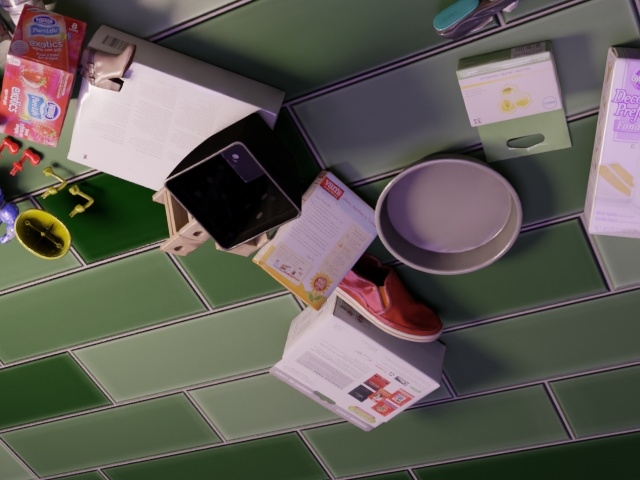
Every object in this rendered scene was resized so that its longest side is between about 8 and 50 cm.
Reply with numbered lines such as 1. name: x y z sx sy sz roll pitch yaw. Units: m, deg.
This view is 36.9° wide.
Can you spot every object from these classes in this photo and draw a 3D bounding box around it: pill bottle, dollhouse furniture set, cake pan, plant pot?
1. pill bottle: -0.564 -0.472 1.771 0.078 0.078 0.137 -6 127 18
2. dollhouse furniture set: -0.221 -0.044 1.927 0.184 0.129 0.129 16 141 -43
3. cake pan: 0.257 -0.057 1.938 0.293 0.054 0.293 3 129 4
4. plant pot: -0.148 -0.126 1.787 0.187 0.167 0.188 -25 122 28

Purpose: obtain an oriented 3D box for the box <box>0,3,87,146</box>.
1. box: -0.529 -0.306 1.817 0.123 0.128 0.257 15 148 -15

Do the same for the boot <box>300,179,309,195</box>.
1. boot: -0.058 -0.071 2.015 0.099 0.045 0.121 30 122 -16

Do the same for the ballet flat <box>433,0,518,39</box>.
1. ballet flat: 0.289 -0.409 1.647 0.203 0.074 0.074 -32 117 25

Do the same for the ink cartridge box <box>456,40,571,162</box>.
1. ink cartridge box: 0.362 -0.241 1.775 0.171 0.056 0.235 -9 125 19

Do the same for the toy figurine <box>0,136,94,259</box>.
1. toy figurine: -0.700 -0.093 2.115 0.363 0.191 0.217 33 157 -12

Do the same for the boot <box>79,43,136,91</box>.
1. boot: -0.393 -0.327 1.758 0.087 0.042 0.118 29 122 -2

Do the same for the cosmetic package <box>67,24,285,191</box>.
1. cosmetic package: -0.290 -0.227 1.903 0.377 0.097 0.284 20 128 -5

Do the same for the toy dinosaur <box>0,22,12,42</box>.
1. toy dinosaur: -0.667 -0.366 1.800 0.160 0.313 0.121 -36 134 -8

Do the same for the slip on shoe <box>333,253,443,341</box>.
1. slip on shoe: 0.137 0.111 2.082 0.331 0.123 0.101 35 124 -11

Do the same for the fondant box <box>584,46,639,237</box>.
1. fondant box: 0.613 -0.166 1.702 0.238 0.096 0.330 5 114 8

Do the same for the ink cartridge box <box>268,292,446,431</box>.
1. ink cartridge box: 0.081 0.272 2.215 0.309 0.130 0.272 35 130 -16

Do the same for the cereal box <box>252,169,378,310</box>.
1. cereal box: 0.000 0.000 1.967 0.173 0.047 0.240 41 83 -21
